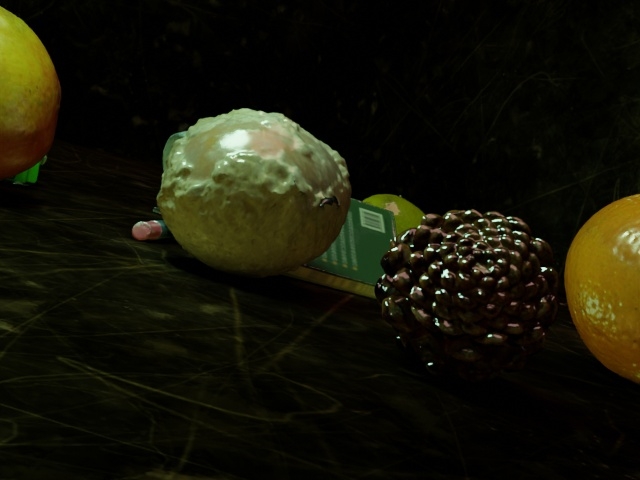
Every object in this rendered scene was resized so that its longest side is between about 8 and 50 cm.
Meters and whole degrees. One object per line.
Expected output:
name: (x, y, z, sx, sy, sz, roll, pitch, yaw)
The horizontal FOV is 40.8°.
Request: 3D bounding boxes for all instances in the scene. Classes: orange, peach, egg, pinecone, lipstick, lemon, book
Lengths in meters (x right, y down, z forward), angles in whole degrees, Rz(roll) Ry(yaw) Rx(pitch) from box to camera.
orange: (0.618, 0.096, 1.442, 0.424, 0.326, 0.424, 7, 16, -2)
peach: (-0.601, -0.242, 1.388, 0.373, 0.290, 0.372, 39, 29, -27)
egg: (-0.101, -0.067, 1.328, 0.310, 0.279, 0.279, 11, 7, -39)
pinecone: (0.179, 0.074, 1.044, 0.221, 0.221, 0.221, 16, 5, -1)
lipstick: (-0.260, -0.021, 1.512, 0.053, 0.053, 0.234, 18, 8, 19)
lemon: (0.157, -0.001, 1.872, 0.248, 0.184, 0.184, 29, 0, -21)
book: (-0.026, -0.021, 1.582, 0.371, 0.043, 0.260, 17, 36, -15)

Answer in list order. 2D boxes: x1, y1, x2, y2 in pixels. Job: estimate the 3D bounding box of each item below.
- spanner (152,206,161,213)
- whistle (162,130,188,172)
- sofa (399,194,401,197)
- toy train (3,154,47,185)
spanner: (-0.223, -0.028, 1.820, 0.325, 0.026, 0.093, 18, 7, 26)
whistle: (-0.169, -0.090, 1.752, 0.168, 0.188, 0.404, -20, 64, -36)
sofa: (0.115, -0.068, 2.488, 0.200, 0.182, 0.258, 15, 5, -8)
toy train: (-0.647, -0.189, 1.659, 0.243, 0.132, 0.188, 11, 11, -26)
